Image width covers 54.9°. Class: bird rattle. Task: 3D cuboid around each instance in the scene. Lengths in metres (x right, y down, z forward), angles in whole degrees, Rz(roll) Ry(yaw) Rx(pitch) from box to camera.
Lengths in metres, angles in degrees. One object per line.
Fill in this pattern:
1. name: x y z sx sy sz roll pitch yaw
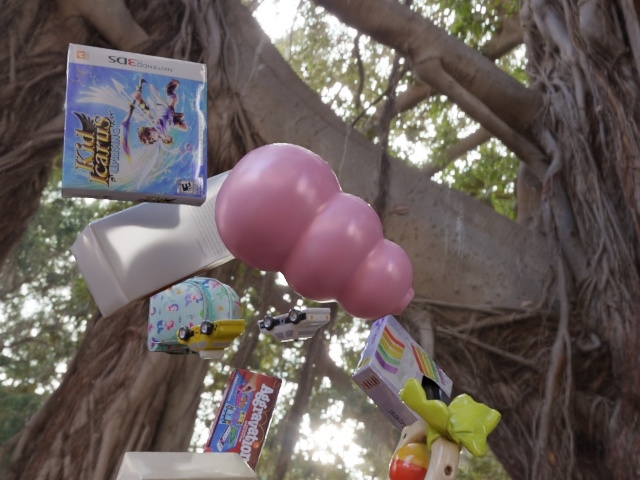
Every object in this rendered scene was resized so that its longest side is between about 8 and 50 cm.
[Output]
1. bird rattle: 0.155 0.336 0.869 0.143 0.253 0.207 17 -26 -10

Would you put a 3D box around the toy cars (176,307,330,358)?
1. toy cars: -0.165 0.232 1.511 0.394 0.087 0.176 -8 -13 1

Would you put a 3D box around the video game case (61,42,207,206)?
1. video game case: -0.331 -0.204 1.113 0.244 0.269 0.061 2 -13 -22

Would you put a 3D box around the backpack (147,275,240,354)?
1. backpack: -0.362 0.213 1.760 0.254 0.225 0.191 -1 -15 5

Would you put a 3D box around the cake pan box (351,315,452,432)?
1. cake pan box: 0.205 0.339 1.473 0.070 0.246 0.267 -38 -84 30

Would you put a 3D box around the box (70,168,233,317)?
1. box: -0.307 0.002 1.289 0.215 0.345 0.168 -25 -89 56

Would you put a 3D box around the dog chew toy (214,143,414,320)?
1. dog chew toy: 0.000 0.000 0.956 0.332 0.206 0.206 38 -36 6

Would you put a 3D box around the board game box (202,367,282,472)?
1. board game box: -0.208 0.481 1.640 0.145 0.281 0.027 13 -39 5

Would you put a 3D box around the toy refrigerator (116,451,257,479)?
1. toy refrigerator: -0.280 0.512 1.292 0.270 0.094 0.102 16 5 -38
